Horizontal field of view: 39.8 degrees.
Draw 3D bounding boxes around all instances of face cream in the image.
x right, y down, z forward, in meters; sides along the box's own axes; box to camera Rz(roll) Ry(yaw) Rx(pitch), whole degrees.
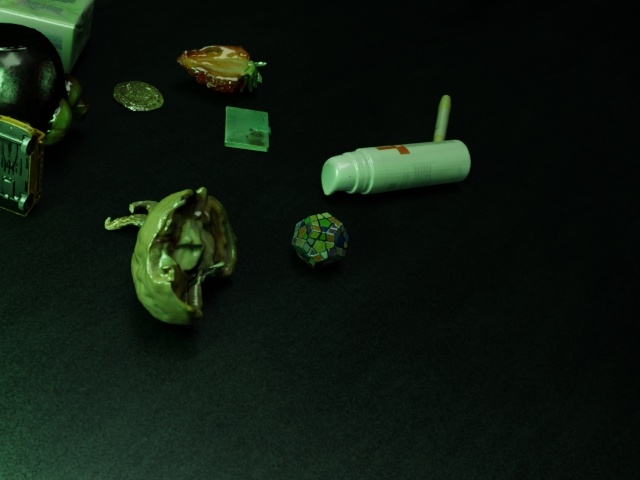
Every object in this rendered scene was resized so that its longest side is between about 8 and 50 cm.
[{"bbox_3d":[0.162,-0.159,1.927,0.346,0.102,0.102,-8,47,-28],"label":"face cream"}]

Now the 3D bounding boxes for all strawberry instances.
[{"bbox_3d":[-0.229,-0.391,2.062,0.192,0.085,0.140,-24,63,-31],"label":"strawberry"}]

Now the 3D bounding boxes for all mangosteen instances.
[{"bbox_3d":[-0.594,-0.298,1.722,0.288,0.233,0.287,1,23,-1],"label":"mangosteen"}]

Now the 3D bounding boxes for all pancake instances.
[{"bbox_3d":[-0.408,-0.323,1.980,0.115,0.011,0.115,10,41,-9],"label":"pancake"}]

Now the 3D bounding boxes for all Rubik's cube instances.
[{"bbox_3d":[0.000,0.000,1.700,0.111,0.111,0.093,-13,77,-30],"label":"Rubik's cube"}]

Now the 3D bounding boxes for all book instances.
[{"bbox_3d":[-0.162,-0.251,1.980,0.103,0.017,0.135,7,42,-11],"label":"book"}]

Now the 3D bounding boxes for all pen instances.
[{"bbox_3d":[0.295,-0.281,2.161,0.032,0.040,0.233,17,45,1],"label":"pen"}]

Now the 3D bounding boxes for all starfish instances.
[{"bbox_3d":[-0.301,-0.021,1.670,0.210,0.053,0.150,4,30,-9],"label":"starfish"}]

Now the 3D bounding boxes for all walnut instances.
[{"bbox_3d":[-0.250,0.020,1.529,0.141,0.204,0.238,-5,26,22],"label":"walnut"}]

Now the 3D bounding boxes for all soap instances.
[{"bbox_3d":[-0.630,-0.491,1.994,0.200,0.138,0.182,12,42,-6],"label":"soap"}]

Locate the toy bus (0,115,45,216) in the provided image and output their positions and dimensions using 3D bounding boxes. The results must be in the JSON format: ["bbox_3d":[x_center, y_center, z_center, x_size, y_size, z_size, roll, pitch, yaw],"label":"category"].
[{"bbox_3d":[-0.548,-0.144,1.596,0.083,0.194,0.088,21,38,3],"label":"toy bus"}]
